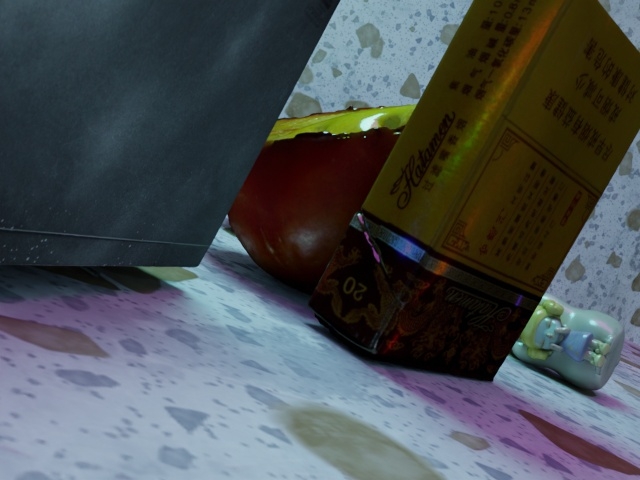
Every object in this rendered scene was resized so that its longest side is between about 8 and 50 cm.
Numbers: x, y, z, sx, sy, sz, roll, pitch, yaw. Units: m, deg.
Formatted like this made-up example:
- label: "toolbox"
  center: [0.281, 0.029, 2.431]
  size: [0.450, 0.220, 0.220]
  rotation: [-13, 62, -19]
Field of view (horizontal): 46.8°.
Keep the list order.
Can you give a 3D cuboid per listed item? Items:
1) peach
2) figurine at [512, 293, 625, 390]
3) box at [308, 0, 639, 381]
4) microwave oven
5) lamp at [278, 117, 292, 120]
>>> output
- label: "peach"
  center: [0.040, -0.088, 0.948]
  size: [0.281, 0.338, 0.281]
  rotation: [33, 31, -23]
- label: "figurine"
  center: [0.358, 0.148, 1.204]
  size: [0.235, 0.127, 0.155]
  rotation: [21, 13, 33]
- label: "box"
  center: [0.190, -0.051, 0.819]
  size: [0.264, 0.416, 0.115]
  rotation: [19, 12, -48]
- label: "microwave oven"
  center: [-0.195, -0.176, 0.518]
  size: [0.236, 0.375, 0.432]
  rotation: [32, 6, 15]
- label: "lamp"
  center: [-0.043, -0.098, 1.299]
  size: [0.246, 0.247, 0.247]
  rotation: [23, 5, -2]
